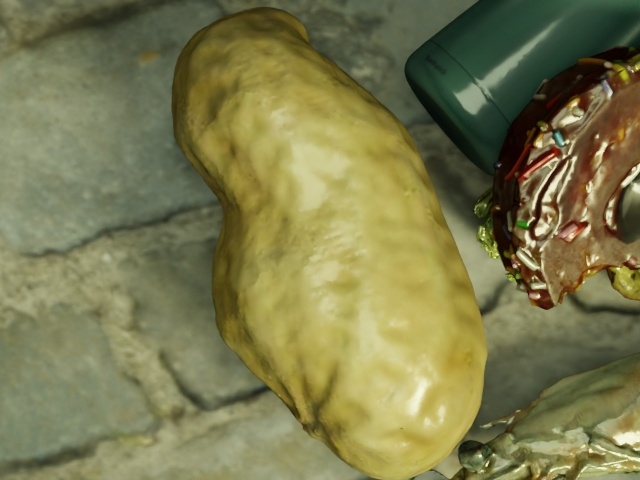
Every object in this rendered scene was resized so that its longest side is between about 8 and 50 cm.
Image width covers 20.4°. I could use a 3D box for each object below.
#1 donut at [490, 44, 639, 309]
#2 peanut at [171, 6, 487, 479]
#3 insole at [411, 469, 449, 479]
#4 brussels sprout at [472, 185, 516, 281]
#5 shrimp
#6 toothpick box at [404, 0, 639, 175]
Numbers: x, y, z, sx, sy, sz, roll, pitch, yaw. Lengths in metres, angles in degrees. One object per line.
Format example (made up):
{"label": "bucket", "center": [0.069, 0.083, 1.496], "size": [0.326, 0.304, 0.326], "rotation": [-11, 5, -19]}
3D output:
{"label": "donut", "center": [0.226, -0.046, 1.334], "size": [0.230, 0.096, 0.216], "rotation": [-6, 110, -24]}
{"label": "peanut", "center": [0.000, 0.000, 1.370], "size": [0.192, 0.169, 0.387], "rotation": [-23, 80, 5]}
{"label": "insole", "center": [0.118, 0.251, 1.416], "size": [0.053, 0.002, 0.152], "rotation": [-36, 82, 2]}
{"label": "brussels sprout", "center": [0.158, -0.012, 1.402], "size": [0.085, 0.058, 0.085], "rotation": [-4, 99, -26]}
{"label": "shrimp", "center": [0.242, 0.204, 1.336], "size": [0.360, 0.085, 0.247], "rotation": [-5, 74, 2]}
{"label": "toothpick box", "center": [0.167, -0.149, 1.386], "size": [0.184, 0.120, 0.120], "rotation": [-41, 82, -1]}
